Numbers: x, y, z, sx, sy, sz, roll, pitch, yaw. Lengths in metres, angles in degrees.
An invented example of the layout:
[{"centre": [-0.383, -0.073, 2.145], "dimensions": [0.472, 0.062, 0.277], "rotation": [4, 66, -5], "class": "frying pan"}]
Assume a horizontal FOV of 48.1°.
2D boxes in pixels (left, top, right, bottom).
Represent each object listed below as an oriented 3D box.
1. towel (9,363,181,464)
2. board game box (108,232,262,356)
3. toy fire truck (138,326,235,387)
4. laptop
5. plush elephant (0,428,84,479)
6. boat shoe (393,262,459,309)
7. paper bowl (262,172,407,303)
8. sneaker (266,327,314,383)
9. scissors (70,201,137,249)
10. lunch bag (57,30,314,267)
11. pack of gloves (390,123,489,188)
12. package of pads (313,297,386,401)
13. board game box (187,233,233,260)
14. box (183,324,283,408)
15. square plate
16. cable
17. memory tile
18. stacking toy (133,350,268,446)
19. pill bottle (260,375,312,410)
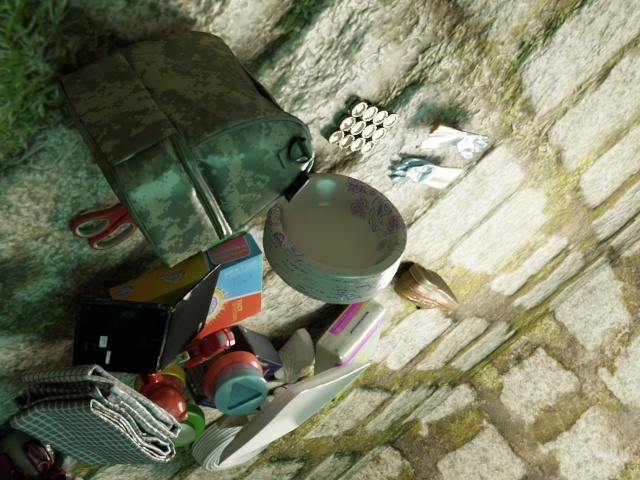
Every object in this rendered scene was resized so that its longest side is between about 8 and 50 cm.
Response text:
[{"centre": [-0.461, 0.370, 1.468], "dimensions": [0.235, 0.121, 0.284], "rotation": [-9, 139, 29], "class": "towel"}, {"centre": [-0.279, 0.131, 1.550], "dimensions": [0.316, 0.064, 0.242], "rotation": [-23, 149, -21], "class": "board game box"}, {"centre": [-0.296, 0.256, 1.582], "dimensions": [0.192, 0.047, 0.135], "rotation": [-30, 171, 27], "class": "toy fire truck"}, {"centre": [-0.345, 0.150, 1.429], "dimensions": [0.264, 0.136, 0.234], "rotation": [7, 135, -16], "class": "laptop"}, {"centre": [-0.630, 0.542, 1.588], "dimensions": [0.272, 0.255, 0.330], "rotation": [-27, 150, -15], "class": "plush elephant"}, {"centre": [0.319, 0.155, 2.180], "dimensions": [0.104, 0.111, 0.307], "rotation": [-40, 141, 15], "class": "boat shoe"}, {"centre": [0.022, 0.008, 1.458], "dimensions": [0.284, 0.284, 0.148], "rotation": [-16, 146, -31], "class": "paper bowl"}, {"centre": [-0.096, 0.337, 2.022], "dimensions": [0.115, 0.090, 0.232], "rotation": [-6, 138, -33], "class": "sneaker"}, {"centre": [-0.301, -0.072, 1.230], "dimensions": [0.297, 0.021, 0.109], "rotation": [-33, 147, 15], "class": "scissors"}, {"centre": [-0.179, -0.149, 0.999], "dimensions": [0.256, 0.305, 0.212], "rotation": [-32, 141, -8], "class": "lunch bag"}, {"centre": [0.274, -0.205, 1.680], "dimensions": [0.232, 0.046, 0.195], "rotation": [4, 144, -44], "class": "pack of gloves"}, {"centre": [0.082, 0.304, 2.079], "dimensions": [0.229, 0.101, 0.296], "rotation": [-46, 159, -30], "class": "package of pads"}, {"centre": [-0.235, -0.063, 1.351], "dimensions": [0.136, 0.030, 0.260], "rotation": [-33, 151, -10], "class": "board game box"}, {"centre": [-0.227, 0.332, 1.853], "dimensions": [0.207, 0.108, 0.153], "rotation": [-40, 150, 9], "class": "box"}, {"centre": [-0.072, 0.439, 1.876], "dimensions": [0.347, 0.049, 0.344], "rotation": [-46, 159, 28], "class": "square plate"}, {"centre": [-0.276, 0.634, 2.261], "dimensions": [0.257, 0.089, 0.257], "rotation": [-27, 150, -16], "class": "cable"}, {"centre": [0.085, -0.229, 1.458], "dimensions": [0.148, 0.012, 0.113], "rotation": [7, 130, -51], "class": "memory tile"}, {"centre": [-0.273, 0.416, 1.711], "dimensions": [0.309, 0.130, 0.279], "rotation": [-9, 127, -17], "class": "stacking toy"}, {"centre": [-0.089, 0.504, 2.246], "dimensions": [0.186, 0.112, 0.112], "rotation": [-14, 144, -33], "class": "pill bottle"}]
